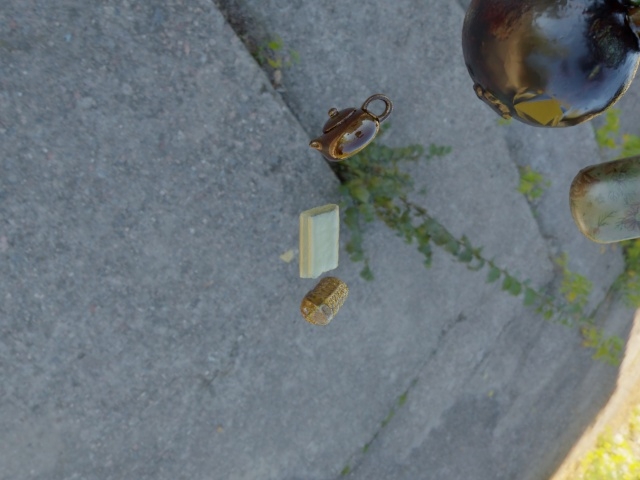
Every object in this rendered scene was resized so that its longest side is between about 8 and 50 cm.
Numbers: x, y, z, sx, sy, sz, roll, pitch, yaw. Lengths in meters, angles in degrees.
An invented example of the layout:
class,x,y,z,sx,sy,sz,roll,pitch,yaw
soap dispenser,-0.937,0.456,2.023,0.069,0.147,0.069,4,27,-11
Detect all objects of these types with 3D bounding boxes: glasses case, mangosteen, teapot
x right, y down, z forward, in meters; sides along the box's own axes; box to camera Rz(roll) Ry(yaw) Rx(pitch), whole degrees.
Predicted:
class,x,y,z,sx,sy,sz,roll,pitch,yaw
glasses case,0.690,-0.103,1.266,0.098,0.425,0.157,-16,94,-76
mangosteen,0.378,-0.330,1.080,0.311,0.311,0.311,-26,130,-35
teapot,0.084,-0.314,1.830,0.252,0.178,0.135,-38,108,3

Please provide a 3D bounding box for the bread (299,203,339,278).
class,x,y,z,sx,sy,sz,roll,pitch,yaw
bread,0.000,0.000,1.786,0.139,0.060,0.178,-23,120,-44

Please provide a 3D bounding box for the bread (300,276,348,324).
class,x,y,z,sx,sy,sz,roll,pitch,yaw
bread,0.007,0.089,1.018,0.044,0.052,0.157,-63,174,15
